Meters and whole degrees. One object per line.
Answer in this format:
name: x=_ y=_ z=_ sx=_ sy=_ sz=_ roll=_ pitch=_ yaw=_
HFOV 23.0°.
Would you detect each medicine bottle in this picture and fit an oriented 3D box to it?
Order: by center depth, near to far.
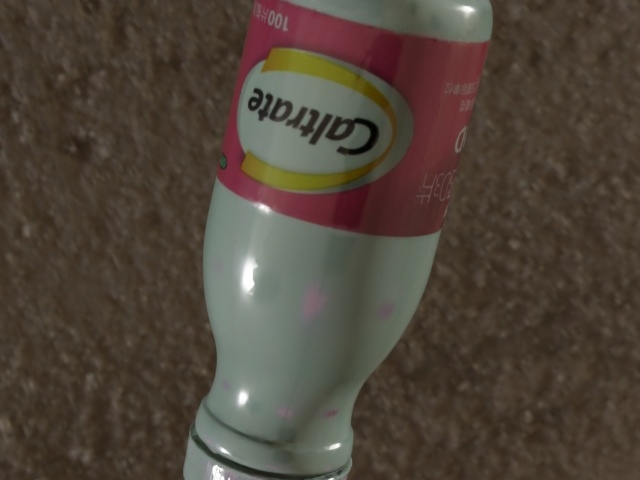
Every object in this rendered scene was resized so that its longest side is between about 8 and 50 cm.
medicine bottle: x=0.000 y=0.000 z=0.614 sx=0.090 sy=0.090 sz=0.216 roll=4 pitch=108 yaw=-30
